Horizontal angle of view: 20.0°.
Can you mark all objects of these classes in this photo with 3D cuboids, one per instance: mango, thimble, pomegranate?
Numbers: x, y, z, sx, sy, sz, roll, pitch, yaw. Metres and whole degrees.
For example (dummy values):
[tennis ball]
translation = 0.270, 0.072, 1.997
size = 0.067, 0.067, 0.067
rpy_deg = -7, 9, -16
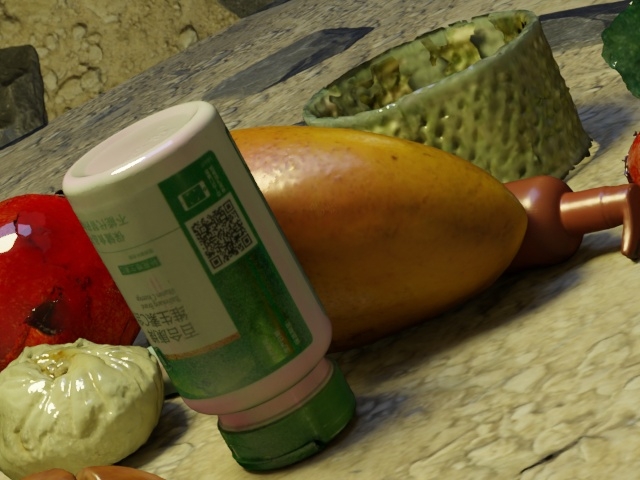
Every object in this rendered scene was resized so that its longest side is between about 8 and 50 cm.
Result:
[mango]
translation = 0.000, 0.000, 1.527
size = 0.350, 0.201, 0.199
rpy_deg = -4, 5, 21
[thimble]
translation = 0.124, -0.115, 1.845
size = 0.271, 0.150, 0.271
rpy_deg = -22, 15, 7
[pomegranate]
translation = -0.279, 0.064, 1.771
size = 0.235, 0.210, 0.210
rpy_deg = -53, -2, 32

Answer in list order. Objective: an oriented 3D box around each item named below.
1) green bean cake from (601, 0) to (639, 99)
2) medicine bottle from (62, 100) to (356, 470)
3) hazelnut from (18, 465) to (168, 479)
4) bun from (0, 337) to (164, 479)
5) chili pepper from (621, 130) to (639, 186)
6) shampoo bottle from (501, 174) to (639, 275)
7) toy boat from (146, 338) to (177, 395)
[green bean cake]
translation = 0.395, -0.182, 1.708
size = 0.208, 0.193, 0.107
rpy_deg = -43, -14, 29
[medicine bottle]
translation = -0.077, 0.040, 1.387
size = 0.133, 0.274, 0.133
rpy_deg = -26, 18, 9
[hazelnut]
translation = -0.131, 0.224, 1.071
size = 0.182, 0.182, 0.182
rpy_deg = -22, 15, 6
[bun]
translation = -0.217, 0.139, 1.581
size = 0.164, 0.111, 0.188
rpy_deg = -25, 12, -16
[chili pepper]
translation = 0.329, -0.075, 1.523
size = 0.084, 0.086, 0.192
rpy_deg = 1, -3, -19
[shampoo bottle]
translation = 0.166, -0.010, 1.563
size = 0.244, 0.085, 0.085
rpy_deg = -10, 21, 38
[toy boat]
translation = -0.093, 0.076, 1.676
size = 0.208, 0.078, 0.134
rpy_deg = -18, 14, 27
